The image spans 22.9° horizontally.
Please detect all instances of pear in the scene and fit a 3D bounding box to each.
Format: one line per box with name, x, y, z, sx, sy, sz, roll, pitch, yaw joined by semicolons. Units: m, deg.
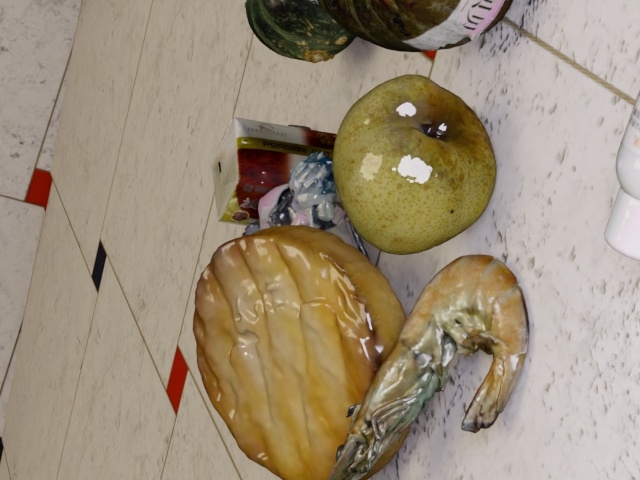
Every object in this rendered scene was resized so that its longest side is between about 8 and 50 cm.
pear;0.091;-0.072;1.535;0.136;0.167;0.167;-45;41;48

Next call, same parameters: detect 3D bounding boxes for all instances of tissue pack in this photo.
tissue pack;-0.046;-0.076;1.911;0.099;0.149;0.106;120;151;-45

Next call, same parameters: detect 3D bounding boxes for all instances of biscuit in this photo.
biscuit;-0.013;0.123;1.703;0.296;0.102;0.296;17;115;39

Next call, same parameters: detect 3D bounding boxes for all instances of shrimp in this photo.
shrimp;0.105;0.151;1.508;0.296;0.058;0.169;-60;35;13

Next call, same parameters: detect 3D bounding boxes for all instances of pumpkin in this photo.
pumpkin;0.107;-0.308;1.574;0.260;0.189;0.260;-15;69;43
pumpkin;-0.012;-0.306;1.906;0.190;0.146;0.190;-167;90;-85

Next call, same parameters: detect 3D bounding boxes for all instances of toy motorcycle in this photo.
toy motorcycle;-0.005;0.001;1.787;0.239;0.108;0.204;28;123;26

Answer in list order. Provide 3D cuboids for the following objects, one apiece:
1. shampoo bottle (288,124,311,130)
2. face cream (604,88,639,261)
shampoo bottle;-0.037;-0.066;2.040;0.080;0.040;0.165;180;98;-70
face cream;0.277;-0.110;1.173;0.082;0.082;0.269;-122;45;-60
